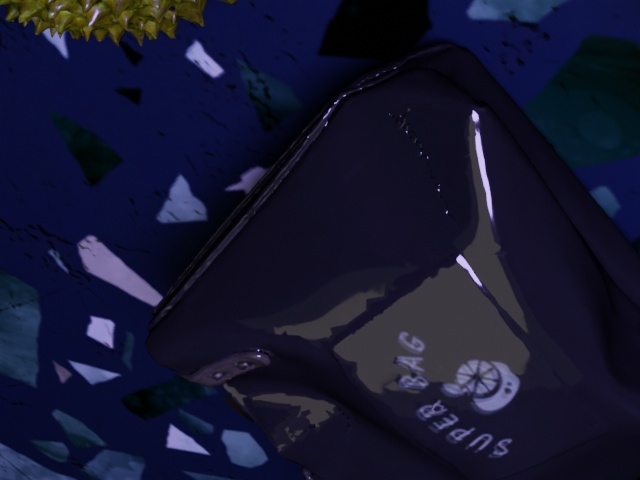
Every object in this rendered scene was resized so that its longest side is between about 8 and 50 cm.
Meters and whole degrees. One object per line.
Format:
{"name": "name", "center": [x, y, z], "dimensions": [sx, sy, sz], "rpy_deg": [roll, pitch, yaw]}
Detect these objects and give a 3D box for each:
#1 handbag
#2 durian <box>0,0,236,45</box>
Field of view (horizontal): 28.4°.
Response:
{"name": "handbag", "center": [0.066, 0.071, 0.830], "dimensions": [0.288, 0.152, 0.342], "rpy_deg": [-36, 109, 18]}
{"name": "durian", "center": [-0.119, -0.210, 0.697], "dimensions": [0.200, 0.176, 0.237], "rpy_deg": [38, 148, 14]}
